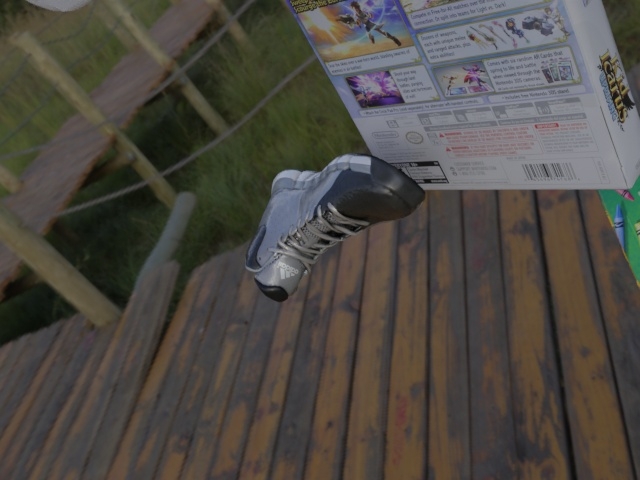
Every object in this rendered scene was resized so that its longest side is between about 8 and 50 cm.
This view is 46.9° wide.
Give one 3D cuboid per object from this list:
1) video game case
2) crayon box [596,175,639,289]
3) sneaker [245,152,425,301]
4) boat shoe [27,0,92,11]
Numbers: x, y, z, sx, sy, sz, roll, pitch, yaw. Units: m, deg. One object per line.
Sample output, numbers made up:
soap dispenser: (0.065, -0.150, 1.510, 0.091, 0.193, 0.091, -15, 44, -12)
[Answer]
video game case: (0.127, -0.155, 0.667, 0.269, 0.244, 0.061, 4, 47, 46)
crayon box: (0.456, 0.005, 0.903, 0.081, 0.165, 0.278, -49, 43, 45)
sneaker: (0.000, 0.000, 0.677, 0.132, 0.086, 0.228, -62, 23, -14)
boat shoe: (-0.068, -0.215, 0.365, 0.267, 0.096, 0.088, -31, 30, 37)
